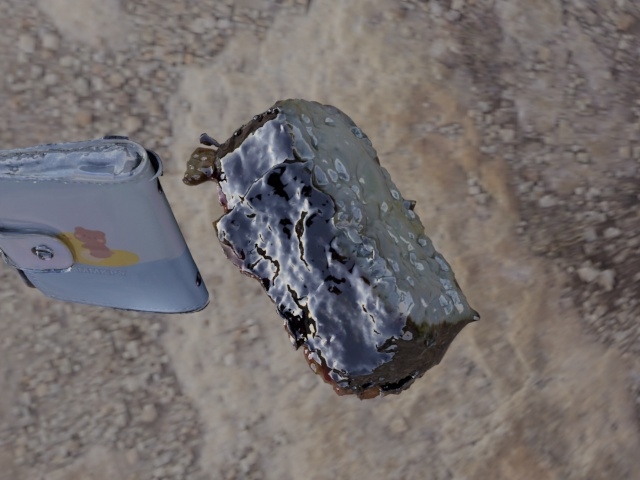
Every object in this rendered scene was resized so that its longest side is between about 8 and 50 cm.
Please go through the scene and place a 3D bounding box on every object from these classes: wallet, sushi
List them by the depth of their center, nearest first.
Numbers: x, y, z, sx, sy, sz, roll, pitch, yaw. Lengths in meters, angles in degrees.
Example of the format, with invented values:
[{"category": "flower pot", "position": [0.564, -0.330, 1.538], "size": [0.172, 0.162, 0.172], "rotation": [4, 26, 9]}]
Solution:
[{"category": "wallet", "position": [-0.191, -0.013, 1.219], "size": [0.170, 0.231, 0.069], "rotation": [1, 60, 9]}, {"category": "sushi", "position": [0.000, 0.000, 1.517], "size": [0.182, 0.196, 0.343], "rotation": [-39, 75, 17]}]
